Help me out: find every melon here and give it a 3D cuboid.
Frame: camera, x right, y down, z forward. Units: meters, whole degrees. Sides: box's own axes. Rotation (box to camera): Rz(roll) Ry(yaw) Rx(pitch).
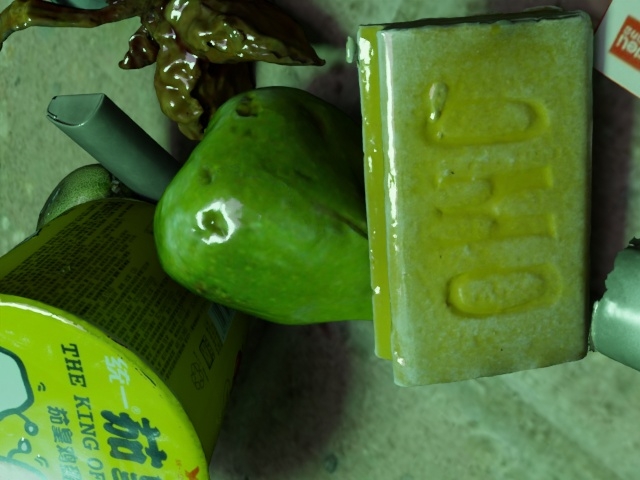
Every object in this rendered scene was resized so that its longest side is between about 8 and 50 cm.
[{"bbox_3d":[-0.259,-0.019,1.114,0.162,0.099,0.099,-43,75,39],"label":"melon"}]

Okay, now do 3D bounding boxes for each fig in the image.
[{"bbox_3d":[0.000,0.000,0.886,0.275,0.206,0.206,34,121,-4],"label":"fig"}]

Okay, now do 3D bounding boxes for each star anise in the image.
[{"bbox_3d":[-0.160,-0.195,0.957,0.346,0.148,0.237,2,116,7],"label":"star anise"}]

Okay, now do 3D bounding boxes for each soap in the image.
[{"bbox_3d":[0.120,-0.034,0.786,0.089,0.173,0.274,-128,32,-70],"label":"soap"}]

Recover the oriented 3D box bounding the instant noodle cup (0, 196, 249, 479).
[{"bbox_3d":[-0.219,0.121,0.972,0.325,0.254,0.326,7,122,11],"label":"instant noodle cup"}]

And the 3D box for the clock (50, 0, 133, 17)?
[{"bbox_3d":[-0.226,-0.335,1.053,0.215,0.042,0.215,9,106,34],"label":"clock"}]

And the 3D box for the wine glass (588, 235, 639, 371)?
[{"bbox_3d":[0.305,0.064,0.724,0.204,0.111,0.111,15,109,30],"label":"wine glass"}]

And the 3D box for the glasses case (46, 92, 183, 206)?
[{"bbox_3d":[-0.185,-0.077,1.006,0.072,0.190,0.042,9,66,40],"label":"glasses case"}]

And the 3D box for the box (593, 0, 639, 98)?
[{"bbox_3d":[0.303,-0.122,0.696,0.229,0.050,0.123,44,126,31],"label":"box"}]
